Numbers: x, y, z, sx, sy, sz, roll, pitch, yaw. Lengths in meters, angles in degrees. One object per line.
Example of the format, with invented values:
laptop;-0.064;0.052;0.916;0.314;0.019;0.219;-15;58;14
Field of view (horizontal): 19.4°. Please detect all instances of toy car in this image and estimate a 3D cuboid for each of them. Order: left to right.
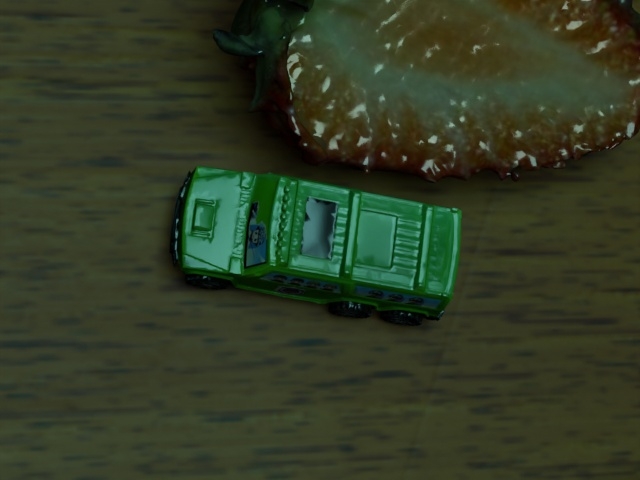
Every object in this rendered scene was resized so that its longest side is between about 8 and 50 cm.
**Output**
toy car;0.000;0.000;1.044;0.165;0.062;0.071;11;76;-14

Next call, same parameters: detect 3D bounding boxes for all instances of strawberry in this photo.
strawberry;0.054;-0.125;1.072;0.286;0.106;0.188;17;96;-25
